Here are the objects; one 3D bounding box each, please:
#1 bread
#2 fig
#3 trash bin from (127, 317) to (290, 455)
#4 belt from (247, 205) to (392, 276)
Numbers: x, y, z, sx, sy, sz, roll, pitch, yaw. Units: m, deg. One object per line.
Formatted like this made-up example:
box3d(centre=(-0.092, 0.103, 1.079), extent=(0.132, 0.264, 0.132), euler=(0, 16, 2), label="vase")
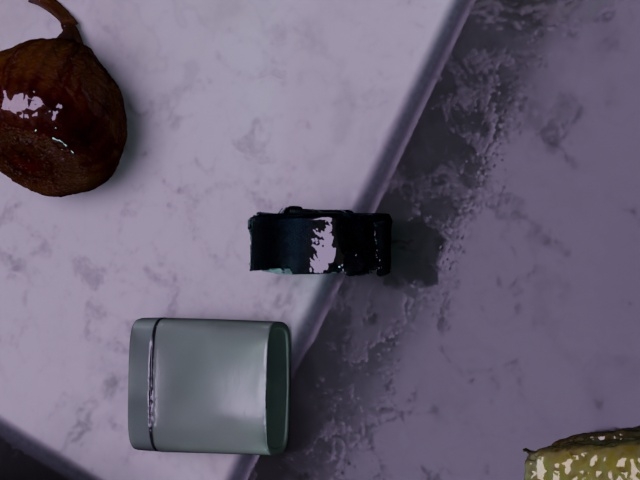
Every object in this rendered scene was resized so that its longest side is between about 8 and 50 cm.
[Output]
box3d(centre=(0.261, 0.207, 1.212), extent=(0.196, 0.102, 0.138), euler=(-9, 80, 24), label="bread")
box3d(centre=(-0.230, -0.140, 1.442), extent=(0.133, 0.146, 0.201), euler=(-5, 45, 17), label="fig")
box3d(centre=(-0.096, 0.125, 1.382), extent=(0.129, 0.059, 0.116), euler=(0, 88, 21), label="trash bin")
box3d(centre=(0.000, 0.000, 1.325), extent=(0.140, 0.105, 0.058), euler=(-1, 90, 47), label="belt")
